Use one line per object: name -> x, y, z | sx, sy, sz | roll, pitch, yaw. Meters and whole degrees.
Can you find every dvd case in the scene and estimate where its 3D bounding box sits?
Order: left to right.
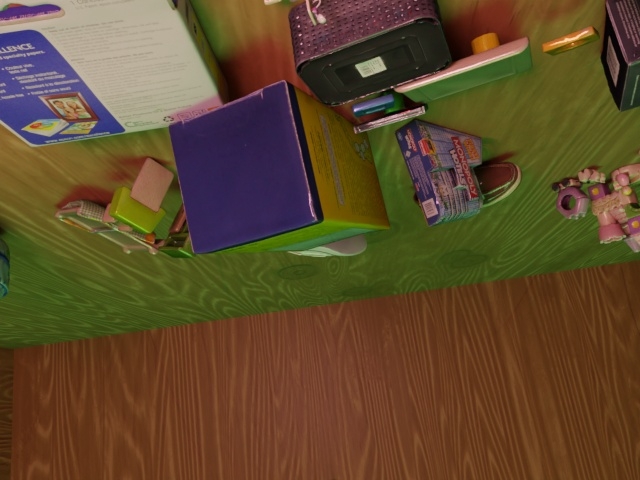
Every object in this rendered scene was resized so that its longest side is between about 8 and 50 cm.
dvd case -> 0.122, -0.208, 0.922 | 0.120, 0.013, 0.087 | -12, -166, 18

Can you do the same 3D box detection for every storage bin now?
storage bin -> 0.063, -0.254, 0.688 | 0.180, 0.084, 0.122 | -15, 163, 19

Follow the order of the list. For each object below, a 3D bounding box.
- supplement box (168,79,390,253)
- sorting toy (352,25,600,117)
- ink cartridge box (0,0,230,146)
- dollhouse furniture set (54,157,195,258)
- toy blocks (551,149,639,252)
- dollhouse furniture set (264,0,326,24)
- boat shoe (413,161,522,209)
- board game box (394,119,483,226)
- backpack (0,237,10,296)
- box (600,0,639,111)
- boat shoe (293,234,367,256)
supplement box -> -0.043, -0.093, 0.874 | 0.194, 0.195, 0.357 | -15, 174, 21
sorting toy -> 0.210, -0.252, 0.787 | 0.348, 0.047, 0.196 | -13, -176, 23
ink cartridge box -> -0.294, -0.224, 0.661 | 0.304, 0.072, 0.307 | -7, 162, 2
dollhouse furniture set -> -0.383, -0.073, 1.131 | 0.302, 0.151, 0.198 | 0, 153, 46
toy blocks -> 0.826, -0.061, 1.384 | 0.309, 0.259, 0.289 | 2, 161, -31
dollhouse furniture set -> -0.034, -0.278, 0.565 | 0.091, 0.081, 0.114 | -12, 163, 13
boat shoe -> 0.331, -0.119, 1.257 | 0.095, 0.095, 0.258 | 16, 152, -42
board game box -> 0.258, -0.138, 1.060 | 0.194, 0.194, 0.060 | -13, 171, -40
backpack -> -0.796, 0.052, 1.100 | 0.291, 0.273, 0.355 | -12, 177, -9
box -> 0.515, -0.285, 0.750 | 0.207, 0.108, 0.153 | -15, 162, 20
boat shoe -> 0.000, 0.000, 1.532 | 0.258, 0.095, 0.084 | 8, 164, -15
